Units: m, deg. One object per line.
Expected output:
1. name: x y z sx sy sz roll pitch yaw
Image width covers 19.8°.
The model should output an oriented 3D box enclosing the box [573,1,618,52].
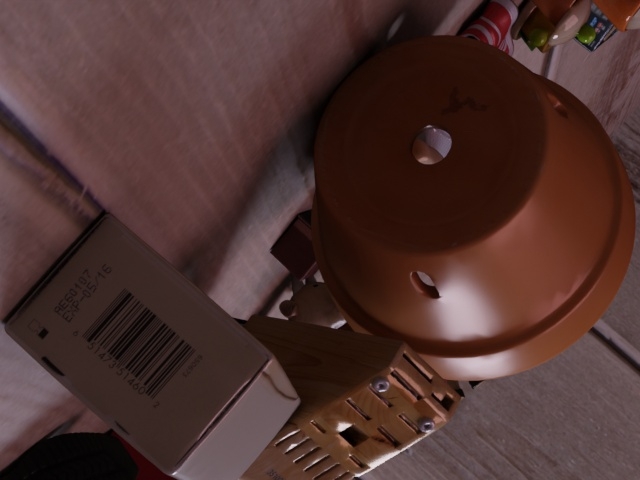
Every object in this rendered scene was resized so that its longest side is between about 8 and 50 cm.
1. box: 0.414 -0.356 2.314 0.175 0.051 0.220 -40 167 -42

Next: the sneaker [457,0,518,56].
1. sneaker: 0.162 -0.193 1.835 0.067 0.042 0.118 -50 164 -19

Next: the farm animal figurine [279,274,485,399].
1. farm animal figurine: 0.004 0.130 2.025 0.327 0.172 0.330 -32 160 14

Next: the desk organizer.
1. desk organizer: 0.000 0.000 1.851 0.050 0.047 0.130 -50 171 18

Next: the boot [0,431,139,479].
1. boot: -0.261 0.245 1.590 0.198 0.077 0.137 -19 155 -46

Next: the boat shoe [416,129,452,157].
1. boat shoe: 0.168 -0.122 1.940 0.121 0.119 0.335 -38 154 12

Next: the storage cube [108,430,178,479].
1. storage cube: -0.183 0.308 1.818 0.215 0.183 0.193 -54 169 30

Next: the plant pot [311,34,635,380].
1. plant pot: 0.114 -0.045 1.585 0.291 0.291 0.203 -48 154 -5

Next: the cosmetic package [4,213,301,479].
1. cosmetic package: -0.114 0.096 1.369 0.113 0.160 0.309 -49 172 -5

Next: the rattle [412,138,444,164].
1. rattle: 0.085 -0.007 1.814 0.130 0.143 0.200 -31 155 -11

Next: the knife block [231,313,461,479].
1. knife block: -0.025 0.116 1.625 0.275 0.088 0.242 -33 -145 19

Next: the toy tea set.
1. toy tea set: 0.322 -0.274 1.992 0.336 0.124 0.200 -41 168 -42
